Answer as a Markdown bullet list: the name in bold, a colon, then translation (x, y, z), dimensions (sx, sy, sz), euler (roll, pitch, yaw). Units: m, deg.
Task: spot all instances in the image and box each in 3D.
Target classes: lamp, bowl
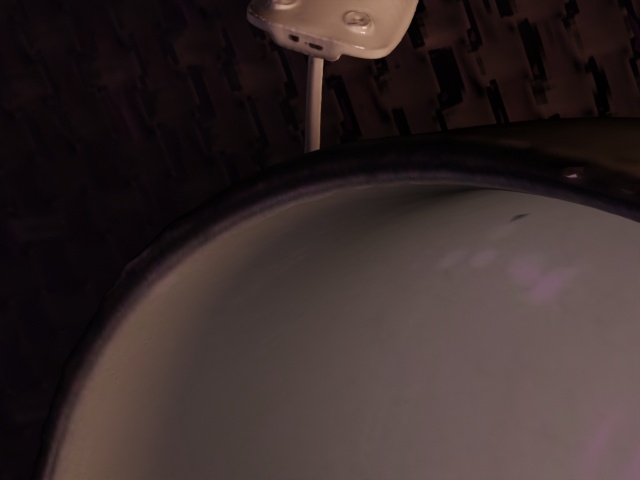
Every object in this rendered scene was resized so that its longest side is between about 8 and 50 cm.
- **lamp**: translation (0.000, 0.000, 0.621), dimensions (0.050, 0.056, 0.198), euler (13, 127, 11)
- **bowl**: translation (0.106, 0.120, 0.517), dimensions (0.354, 0.185, 0.354), euler (18, 119, 35)
